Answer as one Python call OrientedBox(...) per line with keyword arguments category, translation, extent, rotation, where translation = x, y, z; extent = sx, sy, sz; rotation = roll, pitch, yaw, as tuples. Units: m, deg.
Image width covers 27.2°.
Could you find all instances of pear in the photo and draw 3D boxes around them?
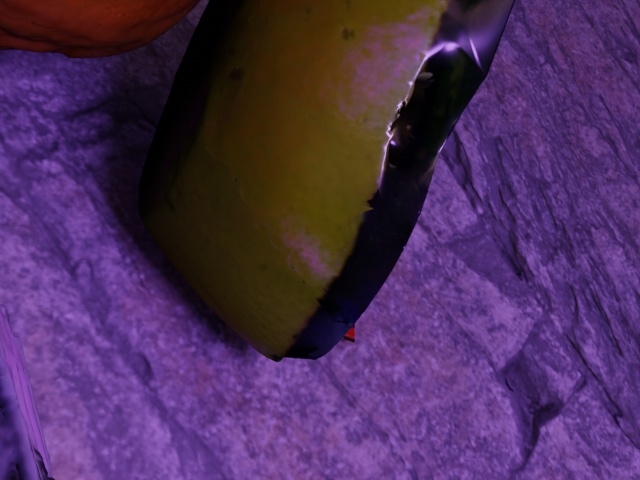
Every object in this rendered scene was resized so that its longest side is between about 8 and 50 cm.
OrientedBox(category="pear", translation=(-0.020, -0.114, 1.021), extent=(0.165, 0.399, 0.398), rotation=(24, 43, -13))

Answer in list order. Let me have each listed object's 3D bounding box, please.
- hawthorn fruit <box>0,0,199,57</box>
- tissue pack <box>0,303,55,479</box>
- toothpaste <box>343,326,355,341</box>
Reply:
OrientedBox(category="hawthorn fruit", translation=(-0.227, -0.335, 0.921), extent=(0.472, 0.472, 0.471), rotation=(28, 42, -29))
OrientedBox(category="tissue pack", translation=(-0.273, 0.153, 0.498), extent=(0.122, 0.361, 0.259), rotation=(79, -10, -53))
OrientedBox(category="toothpaste", translation=(0.000, 0.000, 1.204), extent=(0.071, 0.045, 0.193), rotation=(18, 53, -26))
